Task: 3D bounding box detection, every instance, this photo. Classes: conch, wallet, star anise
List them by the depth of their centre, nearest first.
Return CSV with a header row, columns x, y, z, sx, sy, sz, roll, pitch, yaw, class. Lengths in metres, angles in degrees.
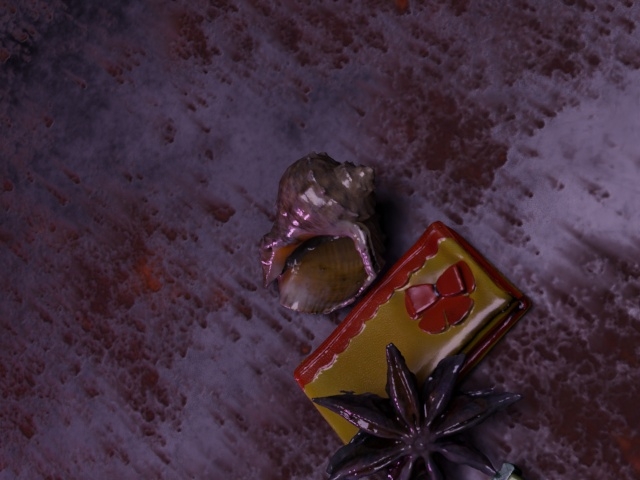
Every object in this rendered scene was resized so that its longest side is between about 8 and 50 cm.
x,y,z,sx,sy,sz,roll,pitch,yaw,class
0.089,0.182,1.476,0.180,0.061,0.204,44,102,-12,star anise
0.086,0.103,1.544,0.241,0.067,0.141,-48,61,11,wallet
0.000,0.000,1.573,0.207,0.130,0.155,-48,47,29,conch

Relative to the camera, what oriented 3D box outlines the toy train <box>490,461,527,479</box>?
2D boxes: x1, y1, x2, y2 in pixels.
x,y,z,sx,sy,sz,roll,pitch,yaw,class
0.200,0.274,1.461,0.122,0.050,0.081,33,91,29,toy train
